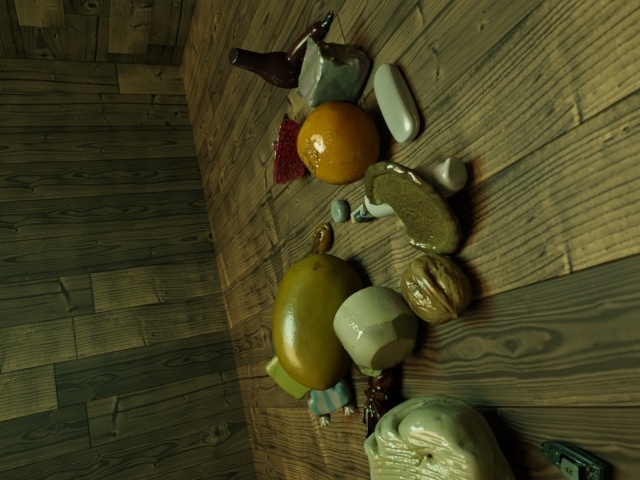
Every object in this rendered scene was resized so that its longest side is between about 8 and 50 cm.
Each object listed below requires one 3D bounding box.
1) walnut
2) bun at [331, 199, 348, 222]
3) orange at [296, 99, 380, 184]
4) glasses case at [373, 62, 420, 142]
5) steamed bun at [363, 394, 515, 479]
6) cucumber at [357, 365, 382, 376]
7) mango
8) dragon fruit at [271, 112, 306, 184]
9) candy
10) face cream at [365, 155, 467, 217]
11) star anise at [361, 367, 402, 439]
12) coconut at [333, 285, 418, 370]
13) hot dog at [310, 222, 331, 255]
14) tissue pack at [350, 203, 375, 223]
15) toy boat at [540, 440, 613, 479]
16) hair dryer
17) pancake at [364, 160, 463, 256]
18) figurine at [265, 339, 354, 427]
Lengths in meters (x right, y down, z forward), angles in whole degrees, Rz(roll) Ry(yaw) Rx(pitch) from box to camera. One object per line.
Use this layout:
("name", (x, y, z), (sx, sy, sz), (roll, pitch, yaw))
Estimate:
("walnut", (0.280, 0.120, 1.190), (0.184, 0.155, 0.155), (55, 143, 41))
("bun", (0.067, -0.101, 1.680), (0.083, 0.045, 0.083), (176, 90, -65))
("orange", (0.058, -0.284, 1.446), (0.246, 0.246, 0.246), (25, 119, 60))
("glasses case", (0.202, -0.369, 1.324), (0.092, 0.059, 0.233), (-51, 51, 54))
("steamed bun", (0.297, 0.539, 1.167), (0.339, 0.247, 0.352), (-26, 80, 45))
("cucumber", (0.142, 0.353, 1.557), (0.241, 0.075, 0.074), (-100, 9, -77))
("mango", (-0.005, 0.252, 1.580), (0.232, 0.300, 0.445), (86, -174, -63))
("dragon fruit", (-0.116, -0.348, 1.921), (0.161, 0.126, 0.274), (-149, 65, -70))
("candy", (0.032, -0.502, 1.499), (0.195, 0.185, 0.137), (114, 145, -46))
("face cream", (0.240, -0.132, 1.262), (0.345, 0.102, 0.101), (-13, 85, 64))
("star anise", (0.197, 0.478, 1.523), (0.272, 0.103, 0.271), (-166, 90, -84))
("coconut", (0.153, 0.240, 1.398), (0.241, 0.241, 0.241), (25, 119, 60))
("hot dog", (-0.001, -0.002, 1.826), (0.140, 0.060, 0.089), (113, 145, -52))
("tissue pack", (0.138, -0.083, 1.520), (0.083, 0.062, 0.042), (-38, 61, 60))
("toy boat", (0.485, 0.428, 0.955), (0.141, 0.060, 0.055), (-169, 73, -66))
("hair dryer", (-0.106, -0.670, 1.685), (0.340, 0.313, 0.123), (-36, 63, 38))
("pancake", (0.220, -0.075, 1.218), (0.286, 0.033, 0.288), (21, 148, 44))
("figurine", (-0.017, 0.440, 1.889), (0.361, 0.266, 0.377), (61, -169, -12))
